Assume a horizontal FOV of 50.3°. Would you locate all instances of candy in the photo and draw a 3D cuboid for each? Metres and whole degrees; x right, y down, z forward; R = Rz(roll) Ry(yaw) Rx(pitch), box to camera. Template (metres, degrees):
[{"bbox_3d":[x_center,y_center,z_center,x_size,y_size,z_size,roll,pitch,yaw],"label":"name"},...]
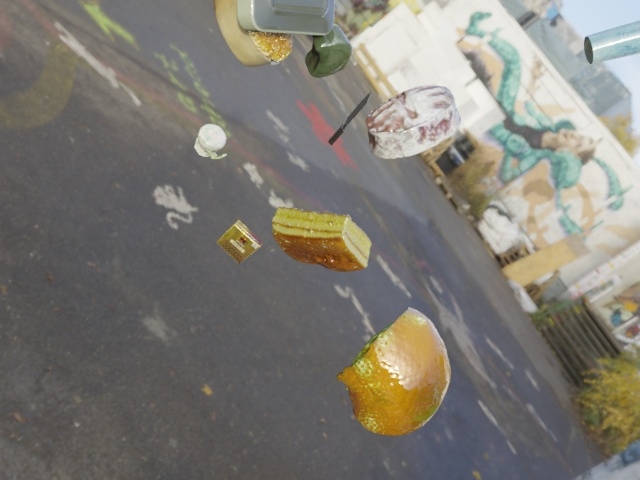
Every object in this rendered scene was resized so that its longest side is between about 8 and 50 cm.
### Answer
[{"bbox_3d":[0.272,-0.356,2.025,0.214,0.289,0.157,-120,-174,-53],"label":"candy"}]

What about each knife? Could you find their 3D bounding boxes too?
[{"bbox_3d":[0.097,-0.402,2.250,0.019,0.245,0.072,33,49,-13],"label":"knife"}]

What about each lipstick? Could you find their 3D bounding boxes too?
[{"bbox_3d":[0.678,-0.418,1.372,0.068,0.274,0.061,62,17,-62],"label":"lipstick"}]

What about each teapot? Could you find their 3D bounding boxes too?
[{"bbox_3d":[-0.246,-0.216,1.539,0.064,0.064,0.083,-34,89,-34],"label":"teapot"}]

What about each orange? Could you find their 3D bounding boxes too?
[{"bbox_3d":[0.198,0.322,1.621,0.262,0.196,0.335,-38,131,-38],"label":"orange"}]

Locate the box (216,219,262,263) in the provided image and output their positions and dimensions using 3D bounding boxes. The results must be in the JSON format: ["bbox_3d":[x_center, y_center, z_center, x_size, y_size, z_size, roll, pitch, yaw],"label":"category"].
[{"bbox_3d":[-0.219,0.006,1.831,0.090,0.133,0.023,41,54,-9],"label":"box"}]

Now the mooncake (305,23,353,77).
[{"bbox_3d":[0.016,-0.603,2.172,0.168,0.175,0.104,-7,63,-48],"label":"mooncake"}]

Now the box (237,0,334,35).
[{"bbox_3d":[-0.085,-0.772,1.909,0.367,0.090,0.373,-19,116,-51],"label":"box"}]

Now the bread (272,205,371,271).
[{"bbox_3d":[0.000,0.000,1.859,0.184,0.234,0.110,49,55,-54],"label":"bread"}]

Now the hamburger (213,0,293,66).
[{"bbox_3d":[-0.197,-0.676,2.081,0.302,0.170,0.302,-16,90,-73],"label":"hamburger"}]
